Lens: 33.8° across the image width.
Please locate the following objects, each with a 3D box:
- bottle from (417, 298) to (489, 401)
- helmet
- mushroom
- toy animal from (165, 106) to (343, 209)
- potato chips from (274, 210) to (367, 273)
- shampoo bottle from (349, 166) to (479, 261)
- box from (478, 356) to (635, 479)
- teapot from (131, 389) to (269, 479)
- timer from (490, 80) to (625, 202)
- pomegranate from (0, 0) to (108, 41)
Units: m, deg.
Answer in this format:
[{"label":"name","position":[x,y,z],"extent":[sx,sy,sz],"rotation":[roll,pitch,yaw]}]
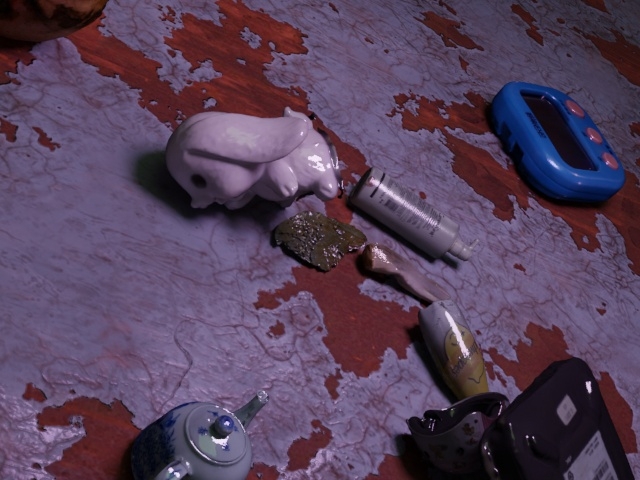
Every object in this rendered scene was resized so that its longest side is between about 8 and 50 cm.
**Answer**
[{"label":"bottle","position":[0.253,0.233,1.837],"extent":[0.083,0.083,0.269],"rotation":[-5,63,-43]},{"label":"helmet","position":[0.234,0.315,1.691],"extent":[0.177,0.153,0.107],"rotation":[-12,86,-49]},{"label":"mushroom","position":[0.160,0.068,1.959],"extent":[0.202,0.054,0.059],"rotation":[30,43,-21]},{"label":"toy animal","position":[-0.109,-0.144,1.798],"extent":[0.289,0.249,0.174],"rotation":[2,83,-50]},{"label":"potato chips","position":[0.000,0.000,1.910],"extent":[0.209,0.026,0.142],"rotation":[11,48,-32]},{"label":"shampoo bottle","position":[0.185,-0.040,2.057],"extent":[0.262,0.085,0.085],"rotation":[34,37,-9]},{"label":"box","position":[0.401,0.392,1.685],"extent":[0.359,0.091,0.350],"rotation":[-26,96,-53]},{"label":"teapot","position":[-0.157,0.277,1.386],"extent":[0.159,0.159,0.232],"rotation":[45,37,8]},{"label":"timer","position":[0.572,-0.236,2.564],"extent":[0.309,0.115,0.340],"rotation":[4,49,-39]},{"label":"pomegranate","position":[-0.496,-0.486,1.763],"extent":[0.322,0.322,0.322],"rotation":[23,40,-21]}]
